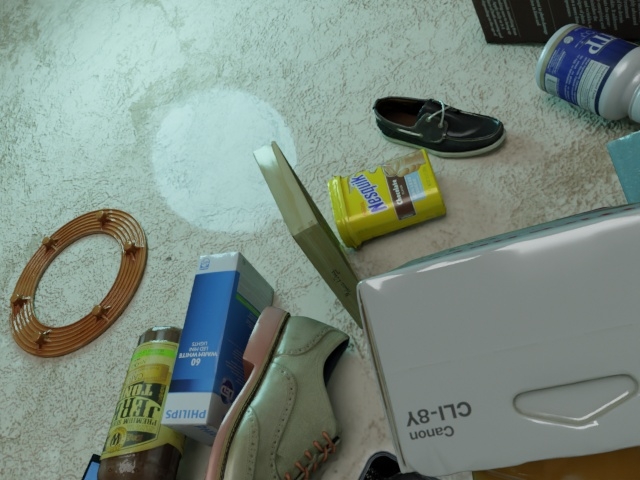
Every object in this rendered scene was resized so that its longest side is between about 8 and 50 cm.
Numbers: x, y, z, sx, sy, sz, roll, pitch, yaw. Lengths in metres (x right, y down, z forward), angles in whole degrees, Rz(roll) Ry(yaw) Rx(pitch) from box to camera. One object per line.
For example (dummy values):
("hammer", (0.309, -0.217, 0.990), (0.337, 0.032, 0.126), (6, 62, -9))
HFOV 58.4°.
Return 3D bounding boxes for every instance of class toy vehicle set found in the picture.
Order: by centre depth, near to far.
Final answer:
("toy vehicle set", (0.000, 0.000, 0.815), (0.035, 0.267, 0.166), (-30, 50, 4))

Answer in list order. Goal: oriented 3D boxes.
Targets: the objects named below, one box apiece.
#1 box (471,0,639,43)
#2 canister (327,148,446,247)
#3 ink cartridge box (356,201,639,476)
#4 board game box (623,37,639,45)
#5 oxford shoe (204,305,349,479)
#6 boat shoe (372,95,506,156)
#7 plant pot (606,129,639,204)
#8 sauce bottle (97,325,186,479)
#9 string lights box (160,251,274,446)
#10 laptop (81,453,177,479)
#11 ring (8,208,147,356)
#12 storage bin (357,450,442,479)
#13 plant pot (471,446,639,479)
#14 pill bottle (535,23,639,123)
("box", (0.438, -0.435, 0.912), (0.381, 0.191, 0.143), (16, 70, 39))
("canister", (0.107, -0.071, 0.935), (0.170, 0.073, 0.126), (-19, 53, 12))
("ink cartridge box", (0.217, 0.067, 0.579), (0.279, 0.385, 0.160), (-16, 87, 14))
("board game box", (0.563, -0.396, 0.960), (0.126, 0.026, 0.186), (-9, 56, 21))
("oxford shoe", (-0.051, 0.260, 0.729), (0.147, 0.140, 0.397), (9, 53, 6))
("boat shoe", (0.196, -0.199, 0.975), (0.233, 0.079, 0.084), (17, 66, 31))
("plant pot", (0.498, -0.023, 0.575), (0.248, 0.247, 0.252), (-10, 86, -15))
("sauce bottle", (-0.246, 0.286, 0.812), (0.111, 0.111, 0.344), (-15, 43, 16))
("string lights box", (-0.144, 0.162, 0.862), (0.077, 0.133, 0.259), (-6, 56, 20))
("laptop", (-0.328, 0.431, 0.770), (0.234, 0.264, 0.136), (3, 97, 28))
("ring", (-0.500, 0.072, 1.159), (0.337, 0.032, 0.336), (-13, 54, 18))
("storage bin", (0.085, 0.354, 0.658), (0.122, 0.084, 0.180), (18, 69, 33))
("plant pot", (0.240, 0.276, 0.577), (0.205, 0.205, 0.187), (2, 75, 27))
("pill bottle", (0.436, -0.247, 0.868), (0.112, 0.112, 0.187), (-43, 52, -6))
